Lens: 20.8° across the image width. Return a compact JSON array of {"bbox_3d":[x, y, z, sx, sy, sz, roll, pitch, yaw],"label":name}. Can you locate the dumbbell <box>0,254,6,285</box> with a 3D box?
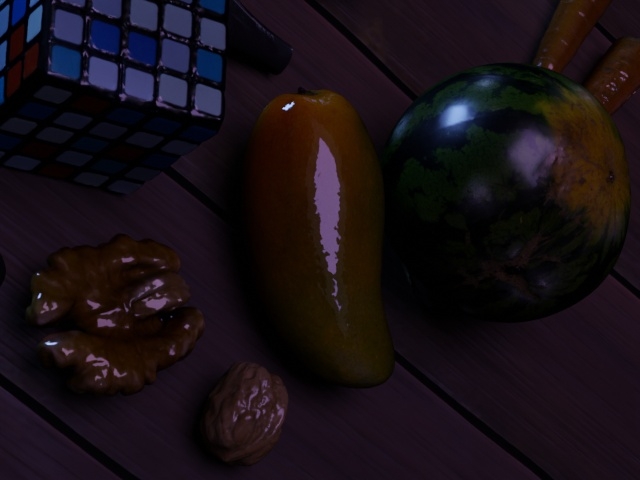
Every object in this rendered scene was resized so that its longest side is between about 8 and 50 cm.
[{"bbox_3d":[-0.341,0.071,1.405,0.100,0.100,0.191,42,52,-16],"label":"dumbbell"}]

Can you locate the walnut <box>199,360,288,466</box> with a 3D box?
[{"bbox_3d":[-0.069,0.159,1.588,0.079,0.082,0.096,55,50,-46],"label":"walnut"}]

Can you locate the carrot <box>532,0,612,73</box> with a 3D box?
[{"bbox_3d":[0.308,-0.271,2.060,0.069,0.069,0.336,41,56,-17],"label":"carrot"}]

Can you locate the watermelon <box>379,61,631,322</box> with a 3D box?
[{"bbox_3d":[0.183,-0.052,1.751,0.269,0.269,0.269,15,64,-32],"label":"watermelon"}]

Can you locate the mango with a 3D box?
[{"bbox_3d":[-0.004,-0.002,1.668,0.146,0.129,0.289,11,69,-48],"label":"mango"}]

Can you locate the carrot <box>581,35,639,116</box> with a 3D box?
[{"bbox_3d":[0.319,-0.154,2.024,0.061,0.061,0.209,48,55,-12],"label":"carrot"}]

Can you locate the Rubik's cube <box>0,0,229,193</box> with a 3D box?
[{"bbox_3d":[-0.202,-0.167,1.552,0.184,0.182,0.187,16,62,-32],"label":"Rubik's cube"}]

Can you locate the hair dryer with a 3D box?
[{"bbox_3d":[-0.108,-0.286,1.759,0.195,0.075,0.219,27,50,-37],"label":"hair dryer"}]

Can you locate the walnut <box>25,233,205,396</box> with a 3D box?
[{"bbox_3d":[-0.186,0.070,1.542,0.170,0.069,0.143,-15,80,-41],"label":"walnut"}]
